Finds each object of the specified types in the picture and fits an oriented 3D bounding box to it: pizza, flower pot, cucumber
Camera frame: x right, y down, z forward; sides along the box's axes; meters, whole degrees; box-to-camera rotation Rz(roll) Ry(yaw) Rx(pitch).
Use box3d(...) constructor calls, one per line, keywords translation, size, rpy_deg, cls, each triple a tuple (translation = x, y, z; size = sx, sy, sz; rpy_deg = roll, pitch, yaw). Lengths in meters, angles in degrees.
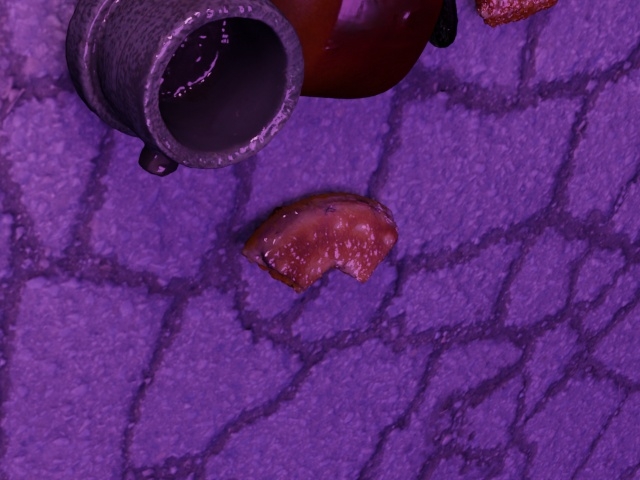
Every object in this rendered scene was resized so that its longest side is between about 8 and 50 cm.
box3d(translation=(0.000, 0.000, 2.178), size=(0.305, 0.085, 0.161), rpy_deg=(-11, 105, -32), cls="pizza")
box3d(translation=(-0.187, -0.243, 1.733), size=(0.299, 0.283, 0.299), rpy_deg=(-21, 130, -27), cls="flower pot")
box3d(translation=(0.175, -0.397, 2.024), size=(0.074, 0.074, 0.241), rpy_deg=(-33, 136, -11), cls="cucumber")

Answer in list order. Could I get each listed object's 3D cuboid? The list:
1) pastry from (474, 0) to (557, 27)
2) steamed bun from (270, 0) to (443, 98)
box3d(translation=(0.325, -0.408, 2.135), size=(0.169, 0.063, 0.087), rpy_deg=(-18, 121, -18), cls="pastry")
box3d(translation=(0.039, -0.368, 1.821), size=(0.235, 0.248, 0.379), rpy_deg=(1, 121, -35), cls="steamed bun")
